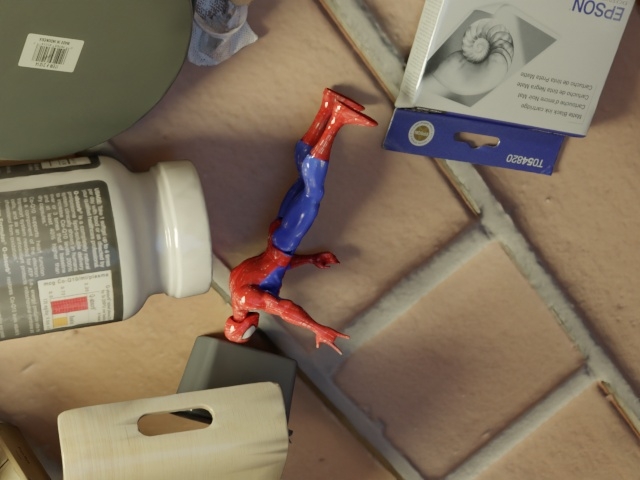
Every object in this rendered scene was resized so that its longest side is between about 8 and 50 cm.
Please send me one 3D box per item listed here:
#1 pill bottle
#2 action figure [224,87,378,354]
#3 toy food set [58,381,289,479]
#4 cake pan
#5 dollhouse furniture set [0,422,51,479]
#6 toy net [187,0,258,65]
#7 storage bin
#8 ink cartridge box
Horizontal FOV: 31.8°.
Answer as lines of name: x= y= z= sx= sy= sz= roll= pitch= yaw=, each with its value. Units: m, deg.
pill bottle: x=-0.249 y=0.006 z=1.038 sx=0.278 sy=0.162 sz=0.162 roll=-8 pitch=118 yaw=-16
action figure: x=0.000 y=0.000 z=1.164 sx=0.139 sy=0.091 sz=0.280 roll=26 pitch=105 yaw=-18
toy food set: x=-0.168 y=0.263 z=1.175 sx=0.220 sy=0.092 sz=0.306 roll=-6 pitch=140 yaw=-20
cake pan: x=-0.236 y=-0.179 z=0.954 sx=0.293 sy=0.054 sz=0.293 roll=-18 pitch=142 yaw=-15
dollhouse furniture set: x=-0.404 y=0.251 z=1.083 sx=0.161 sy=0.212 sz=0.242 roll=-47 pitch=148 yaw=5
toy net: x=-0.069 y=-0.265 z=1.035 sx=0.122 sy=0.045 sz=0.232 roll=24 pitch=106 yaw=-29
storage bin: x=-0.092 y=0.159 z=1.223 sx=0.135 sy=0.098 sz=0.091 roll=19 pitch=80 yaw=-27
ink cartridge box: x=0.197 y=-0.176 z=1.176 sx=0.223 sy=0.045 sz=0.224 roll=6 pitch=114 yaw=-23
